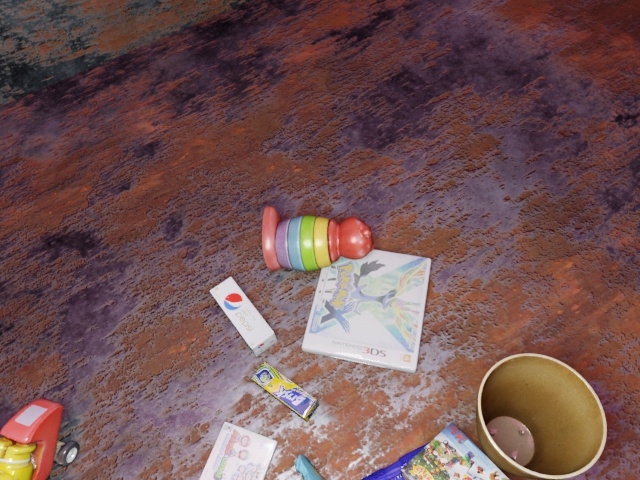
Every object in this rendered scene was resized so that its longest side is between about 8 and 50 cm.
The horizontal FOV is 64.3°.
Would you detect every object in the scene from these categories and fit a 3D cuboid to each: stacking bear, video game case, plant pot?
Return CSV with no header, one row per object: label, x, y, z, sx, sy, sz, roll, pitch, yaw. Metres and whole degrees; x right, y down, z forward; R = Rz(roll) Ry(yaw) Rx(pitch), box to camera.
stacking bear,0.000,0.000,1.397,0.288,0.175,0.164,-3,54,11
video game case,-0.195,0.530,1.206,0.143,0.019,0.157,15,61,14
video game case,0.131,0.171,1.383,0.299,0.036,0.329,9,60,11
plant pot,0.431,0.398,1.083,0.237,0.254,0.237,-2,57,2

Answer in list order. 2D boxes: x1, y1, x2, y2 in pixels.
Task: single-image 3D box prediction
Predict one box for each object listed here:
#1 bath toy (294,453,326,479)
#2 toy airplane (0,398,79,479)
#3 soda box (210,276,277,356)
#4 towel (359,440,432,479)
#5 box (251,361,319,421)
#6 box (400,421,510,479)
bath toy,-0.130,0.623,1.073,0.348,0.151,0.129,-43,73,-8
toy airplane,-0.719,0.574,1.082,0.386,0.272,0.384,-25,60,-10
soda box,-0.209,0.204,1.378,0.074,0.069,0.216,-35,62,-16
towel,0.184,0.596,1.095,0.308,0.076,0.228,-23,58,-9
box,-0.087,0.376,1.265,0.168,0.059,0.054,30,68,21
box,0.303,0.521,1.054,0.159,0.044,0.233,-34,54,-20
